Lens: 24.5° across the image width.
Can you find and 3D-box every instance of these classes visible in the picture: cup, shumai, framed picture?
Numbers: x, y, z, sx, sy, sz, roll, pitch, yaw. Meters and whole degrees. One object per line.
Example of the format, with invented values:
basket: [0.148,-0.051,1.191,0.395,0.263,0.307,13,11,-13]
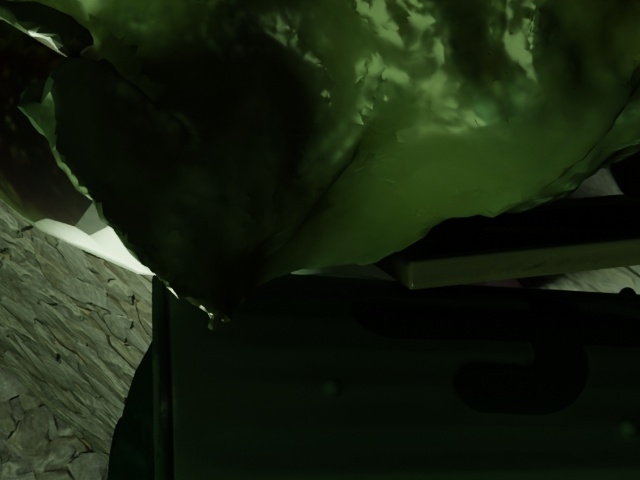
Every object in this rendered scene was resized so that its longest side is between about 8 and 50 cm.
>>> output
cup: [0.074,0.133,0.870,0.392,0.401,0.310,-1,145,-7]
shumai: [-0.029,-0.130,0.744,0.395,0.348,0.395,56,180,-1]
framed picture: [0.131,-0.005,0.893,0.289,0.211,0.020,-149,53,-82]

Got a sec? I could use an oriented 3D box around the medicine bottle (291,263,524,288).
medicine bottle: [0.000,0.000,1.165,0.325,0.212,0.212,49,155,-19]
